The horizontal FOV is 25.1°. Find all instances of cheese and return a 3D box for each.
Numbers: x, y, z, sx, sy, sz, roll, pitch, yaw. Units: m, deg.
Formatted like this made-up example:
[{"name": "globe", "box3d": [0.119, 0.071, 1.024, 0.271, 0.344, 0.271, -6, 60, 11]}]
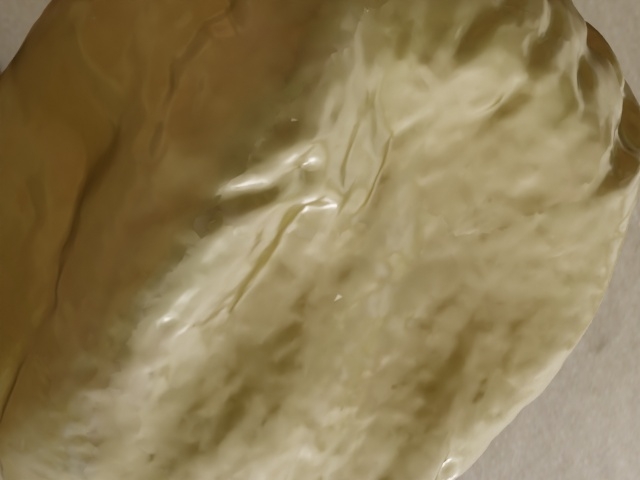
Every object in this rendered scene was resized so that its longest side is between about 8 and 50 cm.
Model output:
[{"name": "cheese", "box3d": [0.000, 0.000, 0.451, 0.226, 0.214, 0.117, -54, -136, 14]}]
